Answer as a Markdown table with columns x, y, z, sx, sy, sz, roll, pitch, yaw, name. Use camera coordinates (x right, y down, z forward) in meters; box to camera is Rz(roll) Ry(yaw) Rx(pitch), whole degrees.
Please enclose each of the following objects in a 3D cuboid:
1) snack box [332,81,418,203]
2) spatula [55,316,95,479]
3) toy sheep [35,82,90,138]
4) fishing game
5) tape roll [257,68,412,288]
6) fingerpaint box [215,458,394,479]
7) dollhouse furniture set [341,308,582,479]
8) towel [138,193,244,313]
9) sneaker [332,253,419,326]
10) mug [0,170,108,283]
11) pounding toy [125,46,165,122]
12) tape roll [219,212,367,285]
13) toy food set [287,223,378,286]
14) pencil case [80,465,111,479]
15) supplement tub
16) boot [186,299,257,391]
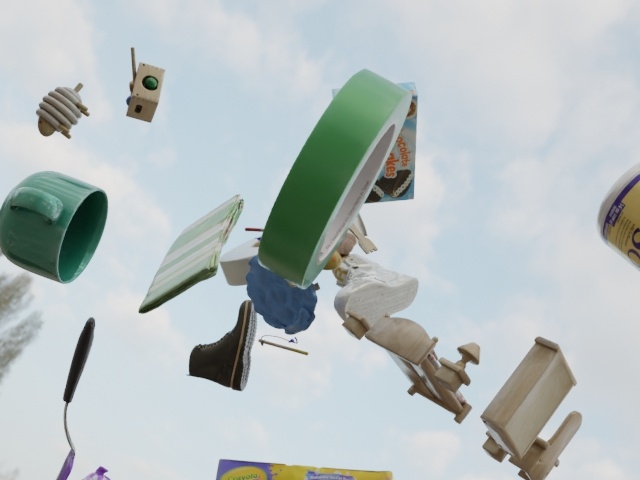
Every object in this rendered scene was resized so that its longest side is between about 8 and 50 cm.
| x | y | z | sx | sy | sz | roll | pitch | yaw | name |
| --- | --- | --- | --- | --- | --- | --- | --- | --- | --- |
| 0.128 | -0.218 | 1.740 | 0.187 | 0.060 | 0.322 | -5 | -42 | 1 | snack box |
| -0.361 | 0.255 | 1.076 | 0.030 | 0.297 | 0.084 | 9 | 4 | -18 | spatula |
| -0.515 | -0.261 | 1.486 | 0.091 | 0.132 | 0.091 | 31 | -18 | 11 | toy sheep |
| -0.073 | 0.097 | 1.488 | 0.189 | 0.041 | 0.264 | 3 | -73 | 39 | fishing game |
| 0.023 | -0.086 | 1.072 | 0.077 | 0.321 | 0.321 | 29 | -35 | 7 | tape roll |
| -0.024 | 0.717 | 1.945 | 0.444 | 0.163 | 0.371 | 1 | -33 | 10 | fingerpaint box |
| 0.263 | 0.232 | 1.357 | 0.355 | 0.174 | 0.303 | 23 | -25 | 50 | dollhouse furniture set |
| -0.311 | 0.029 | 1.846 | 0.247 | 0.325 | 0.038 | -29 | -64 | 25 | towel |
| 0.075 | 0.105 | 1.624 | 0.169 | 0.292 | 0.108 | 23 | -75 | 31 | sneaker |
| -0.338 | -0.031 | 0.925 | 0.097 | 0.129 | 0.158 | 20 | -50 | 4 | mug |
| -0.477 | -0.414 | 1.985 | 0.100 | 0.130 | 0.141 | 13 | -25 | -18 | pounding toy |
| -0.071 | 0.013 | 1.928 | 0.392 | 0.392 | 0.072 | -12 | -79 | 46 | tape roll |
| 0.000 | 0.000 | 1.352 | 0.132 | 0.192 | 0.039 | 51 | -32 | 27 | toy food set |
| -0.449 | 0.479 | 1.287 | 0.206 | 0.088 | 0.086 | -30 | -51 | 10 | pencil case |
| 0.780 | -0.003 | 1.565 | 0.331 | 0.241 | 0.241 | 52 | -16 | 44 | supplement tub |
| -0.217 | 0.218 | 1.621 | 0.136 | 0.198 | 0.077 | 9 | -5 | 12 | boot |
